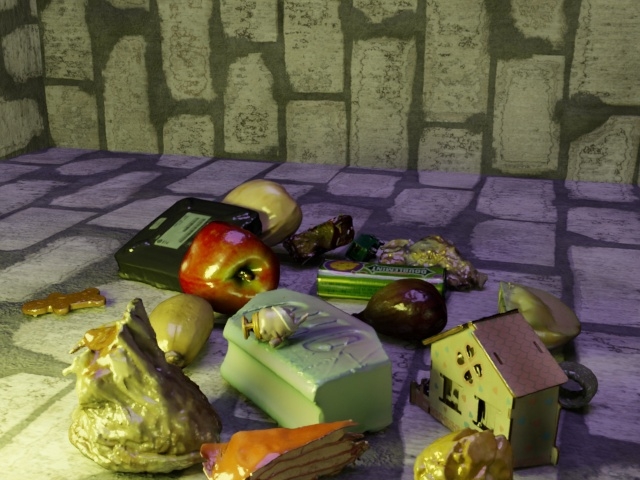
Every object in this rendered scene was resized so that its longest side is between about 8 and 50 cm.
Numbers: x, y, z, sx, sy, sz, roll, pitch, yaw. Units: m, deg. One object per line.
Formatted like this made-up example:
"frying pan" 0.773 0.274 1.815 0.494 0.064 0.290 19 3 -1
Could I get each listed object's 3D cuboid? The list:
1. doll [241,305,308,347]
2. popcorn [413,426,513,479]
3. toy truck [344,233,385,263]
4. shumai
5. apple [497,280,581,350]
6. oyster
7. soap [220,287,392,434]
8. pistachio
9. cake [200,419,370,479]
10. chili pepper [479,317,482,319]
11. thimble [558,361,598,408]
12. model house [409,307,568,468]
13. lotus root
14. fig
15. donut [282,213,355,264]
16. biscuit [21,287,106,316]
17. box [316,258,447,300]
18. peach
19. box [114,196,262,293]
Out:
"doll" -0.083 0.167 1.496 0.127 0.073 0.084 -8 52 -1
"popcorn" 0.228 0.365 1.239 0.167 0.148 0.152 -17 44 -18
"toy truck" 0.139 0.027 2.427 0.079 0.065 0.147 35 23 10
"shumai" -0.309 0.248 1.406 0.314 0.262 0.267 15 23 36
"apple" 0.506 0.197 1.842 0.193 0.120 0.265 15 21 1
"oyster" 0.330 0.047 2.301 0.355 0.107 0.201 19 28 25
"soap" -0.034 0.241 1.610 0.261 0.156 0.446 -11 20 -32
"pistachio" -0.192 -0.073 2.472 0.309 0.229 0.230 -20 5 31
"cake" -0.049 0.368 1.303 0.287 0.098 0.135 -8 17 -12
"chili pepper" 0.366 0.231 1.797 0.072 0.073 0.204 -14 2 14
"thimble" 0.497 0.291 1.581 0.110 0.084 0.062 -3 10 36
"model house" 0.315 0.245 1.465 0.169 0.244 0.326 -10 19 -25
"lotus root" -0.321 0.198 1.779 0.146 0.130 0.303 3 17 3
"fig" 0.170 0.171 1.903 0.274 0.145 0.170 -9 12 17
"donut" 0.001 -0.001 2.411 0.230 0.096 0.216 -24 -2 0
"biscuit" -0.669 0.166 2.043 0.205 0.031 0.138 -9 19 -28
"box" 0.170 0.111 2.133 0.346 0.097 0.134 4 17 12
"peach" -0.247 0.069 2.023 0.245 0.248 0.275 -30 18 -17
"box" -0.388 0.004 2.305 0.350 0.091 0.359 12 43 32
